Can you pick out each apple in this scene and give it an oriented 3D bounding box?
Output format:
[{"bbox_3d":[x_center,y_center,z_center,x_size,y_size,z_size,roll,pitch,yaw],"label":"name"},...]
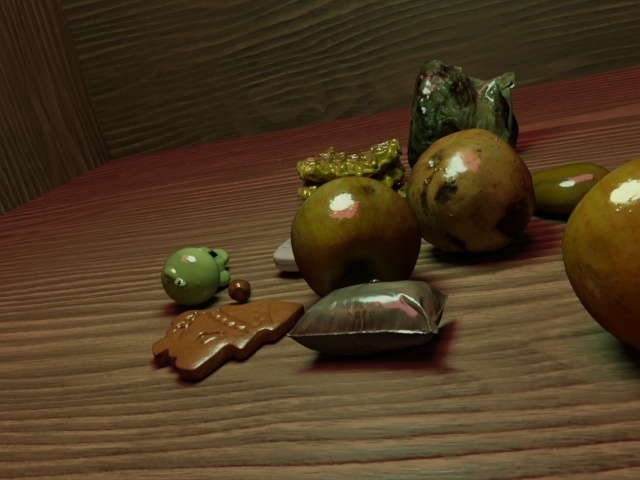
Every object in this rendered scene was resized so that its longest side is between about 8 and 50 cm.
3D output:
[{"bbox_3d":[0.068,0.009,1.420,0.265,0.264,0.264,-12,18,4],"label":"apple"},{"bbox_3d":[0.507,0.029,1.005,0.299,0.298,0.275,-14,46,-1],"label":"apple"}]

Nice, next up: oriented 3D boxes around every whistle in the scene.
[{"bbox_3d":[-0.288,0.081,1.694,0.141,0.141,0.294,-12,-1,5],"label":"whistle"}]

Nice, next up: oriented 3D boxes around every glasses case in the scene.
[{"bbox_3d":[0.000,0.000,1.757,0.113,0.075,0.297,2,24,35],"label":"glasses case"}]

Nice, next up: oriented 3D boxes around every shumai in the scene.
[{"bbox_3d":[0.449,-0.368,2.248,0.349,0.394,0.395,10,21,3],"label":"shumai"}]

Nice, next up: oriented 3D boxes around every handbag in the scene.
[{"bbox_3d":[0.094,0.130,1.252,0.271,0.117,0.182,-6,11,25],"label":"handbag"}]

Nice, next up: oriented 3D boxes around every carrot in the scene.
[{"bbox_3d":[-0.172,0.104,1.571,0.048,0.048,0.216,-14,0,-2],"label":"carrot"}]

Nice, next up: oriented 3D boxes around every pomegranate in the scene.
[{"bbox_3d":[0.325,-0.103,1.551,0.282,0.281,0.281,-12,18,4],"label":"pomegranate"}]

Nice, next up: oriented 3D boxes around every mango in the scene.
[{"bbox_3d":[0.559,-0.122,1.663,0.156,0.114,0.251,-34,27,-31],"label":"mango"}]

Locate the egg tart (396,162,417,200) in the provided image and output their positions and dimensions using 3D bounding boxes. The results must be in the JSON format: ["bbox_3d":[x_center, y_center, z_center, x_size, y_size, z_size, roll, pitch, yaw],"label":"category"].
[{"bbox_3d":[0.341,-0.172,1.970,0.295,0.116,0.294,-10,19,4],"label":"egg tart"}]

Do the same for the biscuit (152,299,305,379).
[{"bbox_3d":[-0.180,0.173,1.418,0.307,0.043,0.284,-17,18,-11],"label":"biscuit"}]

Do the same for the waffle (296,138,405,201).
[{"bbox_3d":[0.090,-0.205,2.195,0.324,0.151,0.261,-5,25,35],"label":"waffle"}]
